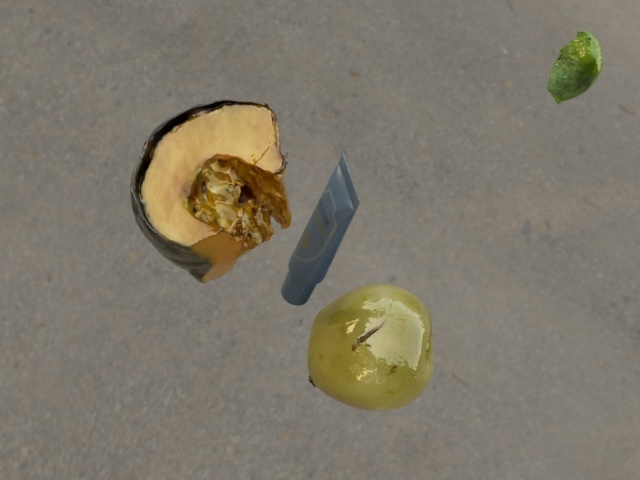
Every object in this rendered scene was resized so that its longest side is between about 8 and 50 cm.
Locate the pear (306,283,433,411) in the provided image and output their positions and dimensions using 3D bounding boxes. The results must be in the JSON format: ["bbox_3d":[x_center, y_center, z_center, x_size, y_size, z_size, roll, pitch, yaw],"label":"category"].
[{"bbox_3d":[0.121,0.248,1.711,0.309,0.309,0.309,11,60,-19],"label":"pear"}]

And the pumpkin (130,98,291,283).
[{"bbox_3d":[-0.185,-0.092,1.300,0.303,0.225,0.256,-35,63,-13],"label":"pumpkin"}]

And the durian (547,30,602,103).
[{"bbox_3d":[0.766,-0.513,2.188,0.139,0.250,0.101,4,56,-14],"label":"durian"}]

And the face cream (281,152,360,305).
[{"bbox_3d":[0.000,0.000,1.546,0.086,0.385,0.135,2,49,-22],"label":"face cream"}]
